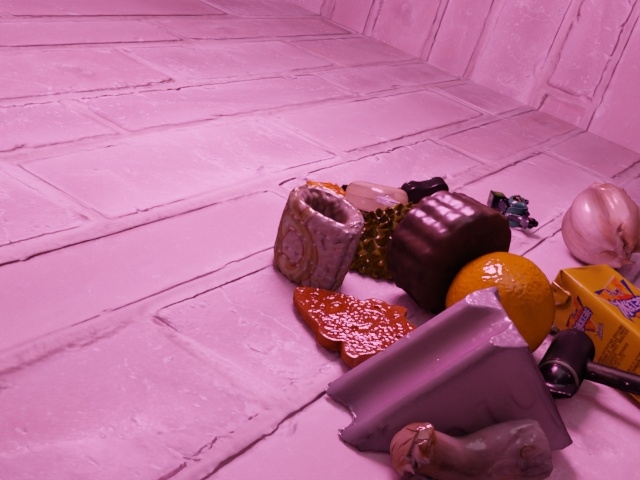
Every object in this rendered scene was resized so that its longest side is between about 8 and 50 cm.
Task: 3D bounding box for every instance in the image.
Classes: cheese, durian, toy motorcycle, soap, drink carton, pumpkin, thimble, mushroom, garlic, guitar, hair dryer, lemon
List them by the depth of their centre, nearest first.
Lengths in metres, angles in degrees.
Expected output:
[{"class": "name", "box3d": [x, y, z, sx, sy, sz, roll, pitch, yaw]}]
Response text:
[{"class": "mushroom", "box3d": [0.198, 0.285, 1.241, 0.223, 0.092, 0.081, 4, 43, -15]}, {"class": "soap", "box3d": [0.195, 0.255, 1.365, 0.302, 0.257, 0.159, -30, 34, 0]}, {"class": "hair dryer", "box3d": [0.485, 0.236, 1.532, 0.248, 0.077, 0.195, 13, 21, 22]}, {"class": "lemon", "box3d": [0.310, 0.111, 1.592, 0.187, 0.186, 0.244, 25, 24, 15]}, {"class": "thimble", "box3d": [0.000, 0.000, 1.652, 0.138, 0.143, 0.190, 4, 27, -32]}, {"class": "drink carton", "box3d": [0.573, 0.187, 1.668, 0.155, 0.111, 0.351, -4, 39, -40]}, {"class": "durian", "box3d": [0.152, 0.010, 1.844, 0.356, 0.157, 0.169, 4, -9, -32]}, {"class": "cheese", "box3d": [0.129, -0.086, 1.969, 0.137, 0.064, 0.227, 8, 5, -12]}, {"class": "pumpkin", "box3d": [0.016, -0.112, 2.058, 0.073, 0.035, 0.101, -6, 35, -40]}, {"class": "guitar", "box3d": [0.169, -0.108, 2.131, 0.271, 0.083, 0.038, -1, 40, -24]}, {"class": "garlic", "box3d": [0.676, -0.019, 2.193, 0.281, 0.185, 0.203, 18, 39, -59]}, {"class": "toy motorcycle", "box3d": [0.473, -0.071, 2.288, 0.100, 0.058, 0.173, 8, 23, -6]}]

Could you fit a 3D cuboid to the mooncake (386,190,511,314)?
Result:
[{"class": "mooncake", "box3d": [0.229, 0.018, 1.684, 0.228, 0.228, 0.124, -2, 32, -40]}]

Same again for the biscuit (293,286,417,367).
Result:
[{"class": "biscuit", "box3d": [0.063, 0.142, 1.494, 0.280, 0.043, 0.183, 21, 29, 32]}]

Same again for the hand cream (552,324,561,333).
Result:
[{"class": "hand cream", "box3d": [0.490, 0.137, 1.847, 0.078, 0.049, 0.205, 38, 34, 27]}]
